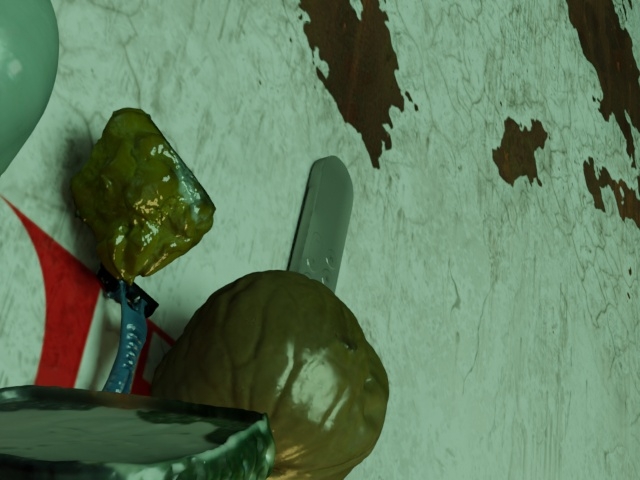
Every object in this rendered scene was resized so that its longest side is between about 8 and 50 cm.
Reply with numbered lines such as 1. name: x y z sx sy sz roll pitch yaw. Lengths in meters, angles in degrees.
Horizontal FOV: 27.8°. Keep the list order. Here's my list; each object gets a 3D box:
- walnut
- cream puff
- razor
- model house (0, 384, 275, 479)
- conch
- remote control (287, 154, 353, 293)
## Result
1. walnut: -0.046 0.137 1.205 0.228 0.228 0.228 32 52 -52
2. cream puff: -0.166 -0.037 1.163 0.146 0.116 0.146 50 -2 2
3. razor: -0.186 0.135 1.117 0.082 0.042 0.253 49 40 -40
4. model house: -0.168 0.259 0.908 0.190 0.271 0.301 -21 109 -56
5. conch: -0.265 -0.125 0.984 0.121 0.185 0.221 28 66 -8
6. remote control: 0.000 0.000 1.519 0.077 0.022 0.245 53 37 -39
